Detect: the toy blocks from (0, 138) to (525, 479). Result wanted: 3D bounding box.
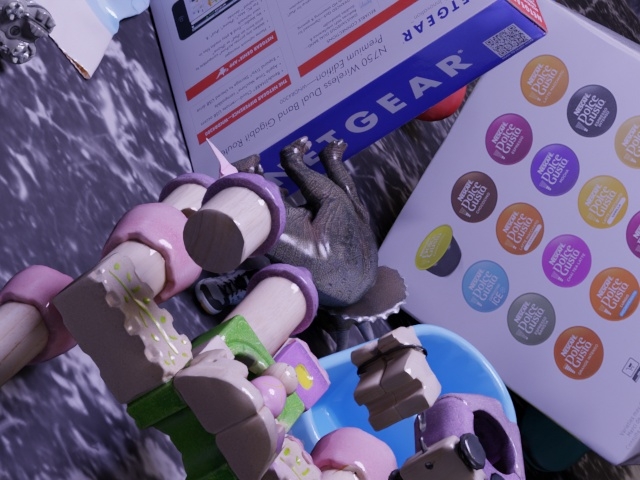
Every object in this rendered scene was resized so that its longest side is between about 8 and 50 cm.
[{"bbox_3d":[-0.032,0.079,1.315,0.288,0.309,0.260,56,29,-6],"label":"toy blocks"}]

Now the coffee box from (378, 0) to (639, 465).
[{"bbox_3d":[0.315,-0.003,1.962,0.334,0.337,0.338,37,13,26],"label":"coffee box"}]

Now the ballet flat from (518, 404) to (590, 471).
[{"bbox_3d":[0.289,0.190,2.120,0.083,0.087,0.247,62,23,7],"label":"ballet flat"}]

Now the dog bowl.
[{"bbox_3d":[0.057,0.158,1.615,0.297,0.074,0.166,-15,68,-52],"label":"dog bowl"}]

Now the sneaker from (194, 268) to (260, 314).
[{"bbox_3d":[-0.076,0.038,1.635,0.032,0.037,0.083,61,24,2],"label":"sneaker"}]

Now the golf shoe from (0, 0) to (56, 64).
[{"bbox_3d":[-0.289,-0.204,1.503,0.176,0.069,0.086,39,9,-43],"label":"golf shoe"}]

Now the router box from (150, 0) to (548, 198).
[{"bbox_3d":[0.006,-0.230,1.763,0.082,0.335,0.301,29,37,-50],"label":"router box"}]

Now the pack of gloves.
[{"bbox_3d":[-0.221,-0.269,1.723,0.195,0.046,0.232,51,24,-14],"label":"pack of gloves"}]

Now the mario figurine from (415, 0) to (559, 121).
[{"bbox_3d":[0.143,-0.261,2.279,0.320,0.170,0.198,-33,125,-46],"label":"mario figurine"}]

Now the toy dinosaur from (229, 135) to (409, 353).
[{"bbox_3d":[0.000,0.000,1.643,0.160,0.121,0.313,59,5,16],"label":"toy dinosaur"}]
